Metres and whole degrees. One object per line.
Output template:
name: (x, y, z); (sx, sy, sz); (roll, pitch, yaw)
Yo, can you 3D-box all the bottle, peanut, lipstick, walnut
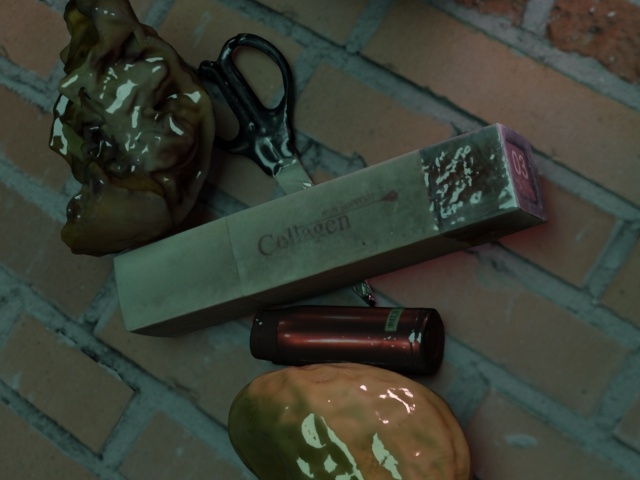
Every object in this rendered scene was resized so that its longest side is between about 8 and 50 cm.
bottle: (0.018, 0.083, 1.191); (0.164, 0.060, 0.060); (1, 76, 24)
peanut: (0.054, 0.199, 1.092); (0.159, 0.143, 0.291); (-47, 65, 16)
lipstick: (0.000, 0.000, 1.188); (0.371, 0.080, 0.076); (-18, 75, 24)
walnut: (-0.172, -0.103, 1.275); (0.141, 0.204, 0.238); (3, 85, -19)

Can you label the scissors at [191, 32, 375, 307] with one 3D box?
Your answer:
scissors: (-0.028, -0.059, 1.271); (0.109, 0.022, 0.300); (-38, 64, 14)
